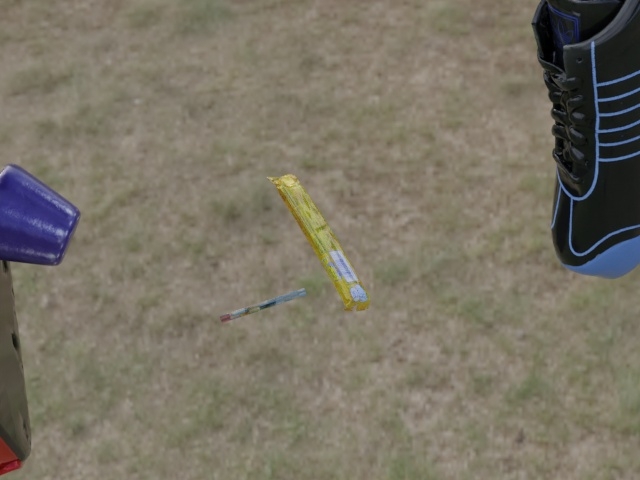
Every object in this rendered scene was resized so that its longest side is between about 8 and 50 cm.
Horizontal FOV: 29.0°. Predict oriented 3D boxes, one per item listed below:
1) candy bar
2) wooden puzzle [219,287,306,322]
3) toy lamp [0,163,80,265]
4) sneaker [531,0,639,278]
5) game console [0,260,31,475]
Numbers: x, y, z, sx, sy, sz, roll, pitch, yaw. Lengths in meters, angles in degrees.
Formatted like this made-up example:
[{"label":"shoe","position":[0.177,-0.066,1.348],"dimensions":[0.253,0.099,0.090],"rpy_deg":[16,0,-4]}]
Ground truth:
[{"label":"candy bar","position":[0.000,0.000,1.190],"dimensions":[0.040,0.018,0.161],"rpy_deg":[-7,61,-52]},{"label":"wooden puzzle","position":[-0.043,0.049,0.943],"dimensions":[0.049,0.006,0.083],"rpy_deg":[-20,-2,35]},{"label":"toy lamp","position":[-0.320,-0.052,0.943],"dimensions":[0.275,0.080,0.080],"rpy_deg":[21,35,-9]},{"label":"sneaker","position":[0.149,-0.085,0.657],"dimensions":[0.091,0.232,0.081],"rpy_deg":[1,27,-23]},{"label":"game console","position":[-0.356,0.010,1.180],"dimensions":[0.060,0.342,0.386],"rpy_deg":[-13,63,-4]}]
